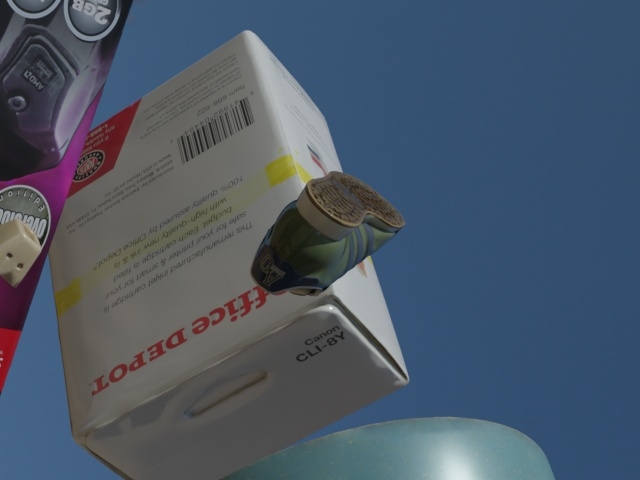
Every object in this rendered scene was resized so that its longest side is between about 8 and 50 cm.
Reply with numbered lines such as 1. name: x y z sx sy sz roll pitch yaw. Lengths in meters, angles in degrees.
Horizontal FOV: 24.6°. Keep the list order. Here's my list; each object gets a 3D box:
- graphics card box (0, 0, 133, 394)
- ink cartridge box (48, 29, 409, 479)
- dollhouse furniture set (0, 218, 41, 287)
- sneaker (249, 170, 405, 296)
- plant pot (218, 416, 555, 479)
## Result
1. graphics card box: -0.269 -0.029 0.866 0.094 0.233 0.370 19 -89 43
2. ink cartridge box: -0.107 0.024 1.425 0.279 0.160 0.384 -30 -136 13
3. dollhouse furniture set: -0.193 -0.018 0.668 0.081 0.091 0.114 -40 -147 3
4. sneaker: 0.000 0.000 1.088 0.064 0.192 0.086 43 -77 10
5. plant pot: 0.039 0.271 0.907 0.290 0.290 0.195 -53 -138 38
